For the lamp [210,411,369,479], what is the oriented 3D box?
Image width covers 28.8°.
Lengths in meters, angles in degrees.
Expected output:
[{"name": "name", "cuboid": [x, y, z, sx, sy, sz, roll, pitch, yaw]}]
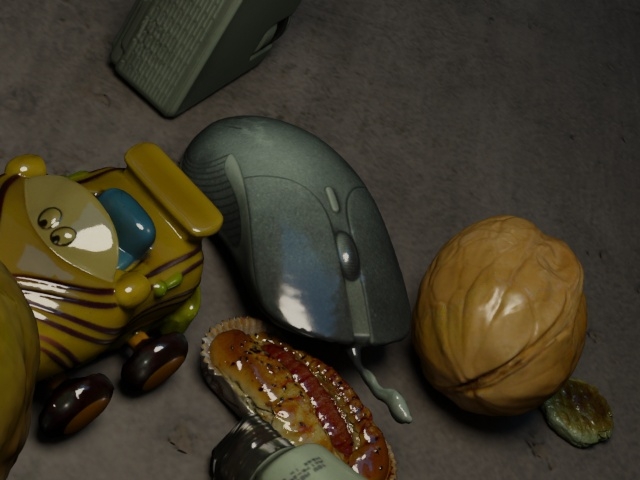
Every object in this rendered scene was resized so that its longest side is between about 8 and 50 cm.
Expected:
[{"name": "lamp", "cuboid": [0.049, 0.221, 0.843, 0.182, 0.182, 0.314, -15, 60, -44]}]

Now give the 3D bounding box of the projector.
[{"name": "projector", "cuboid": [-0.077, -0.258, 1.180, 0.099, 0.257, 0.192, 42, 39, 6]}]

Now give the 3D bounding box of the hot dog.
[{"name": "hot dog", "cuboid": [-0.015, 0.135, 0.988, 0.192, 0.053, 0.099, 45, 41, 15]}]

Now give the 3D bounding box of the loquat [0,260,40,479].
[{"name": "loquat", "cuboid": [-0.297, 0.078, 0.686, 0.284, 0.276, 0.276, 19, 41, -24]}]

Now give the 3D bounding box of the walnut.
[{"name": "walnut", "cuboid": [0.162, 0.066, 1.113, 0.159, 0.159, 0.207, 32, 39, -4]}]

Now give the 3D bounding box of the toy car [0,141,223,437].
[{"name": "toy car", "cuboid": [-0.185, 0.017, 0.912, 0.200, 0.142, 0.248, 45, 38, 12]}]

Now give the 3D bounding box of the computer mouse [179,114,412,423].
[{"name": "computer mouse", "cuboid": [0.000, 0.000, 1.077, 0.167, 0.090, 0.379, 1, 42, -35]}]

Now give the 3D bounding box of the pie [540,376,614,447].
[{"name": "pie", "cuboid": [0.241, 0.159, 1.178, 0.084, 0.020, 0.084, 21, 41, -19]}]
